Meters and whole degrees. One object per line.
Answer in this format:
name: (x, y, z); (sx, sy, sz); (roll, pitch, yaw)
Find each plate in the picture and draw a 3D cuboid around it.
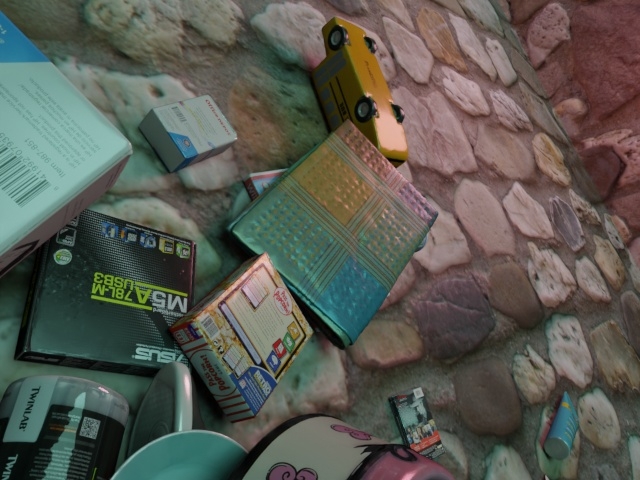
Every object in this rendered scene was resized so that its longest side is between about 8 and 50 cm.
plate: (-0.127, 0.275, 0.500); (0.188, 0.024, 0.188); (15, 65, -35)

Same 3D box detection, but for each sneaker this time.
sneaker: (-0.123, 0.285, 0.589); (0.147, 0.104, 0.296); (13, 62, -42)

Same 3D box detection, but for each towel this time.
towel: (0.042, -0.029, 0.929); (0.271, 0.040, 0.370); (46, 51, -6)

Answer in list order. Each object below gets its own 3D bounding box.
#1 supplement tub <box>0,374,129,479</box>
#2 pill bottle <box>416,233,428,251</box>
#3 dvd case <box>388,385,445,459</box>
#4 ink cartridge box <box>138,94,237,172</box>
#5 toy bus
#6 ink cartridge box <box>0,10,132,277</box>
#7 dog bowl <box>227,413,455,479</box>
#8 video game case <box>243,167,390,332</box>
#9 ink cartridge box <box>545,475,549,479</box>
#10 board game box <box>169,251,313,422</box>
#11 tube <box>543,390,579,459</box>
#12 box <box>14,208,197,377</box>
supplement tub: (-0.250, 0.228, 0.479); (0.117, 0.117, 0.190); (28, 47, -31)
pill bottle: (0.147, -0.006, 1.063); (0.137, 0.078, 0.078); (-9, 72, -48)
dvd case: (0.166, 0.318, 0.923); (0.087, 0.013, 0.119); (-2, 68, -46)
ink cartridge box: (-0.202, -0.168, 0.836); (0.088, 0.052, 0.122); (56, 41, -2)
toy bus: (0.077, -0.301, 1.145); (0.108, 0.130, 0.333); (-1, 66, -45)
ink cartridge box: (-0.365, -0.053, 0.468); (0.223, 0.129, 0.307); (47, 61, -12)
dog bowl: (0.038, 0.389, 0.526); (0.408, 0.150, 0.408); (14, 74, -57)
video game case: (0.000, 0.000, 0.953); (0.204, 0.025, 0.285); (-18, 78, -49)
ink cartridge box: (0.458, 0.671, 0.963); (0.308, 0.091, 0.385); (57, 23, 1)
board game box: (-0.095, 0.122, 0.724); (0.147, 0.045, 0.193); (61, 31, -10)
tube: (0.558, 0.426, 1.229); (0.207, 0.052, 0.080); (-19, 91, -55)
box: (-0.245, 0.064, 0.648); (0.190, 0.045, 0.184); (20, 51, -36)
